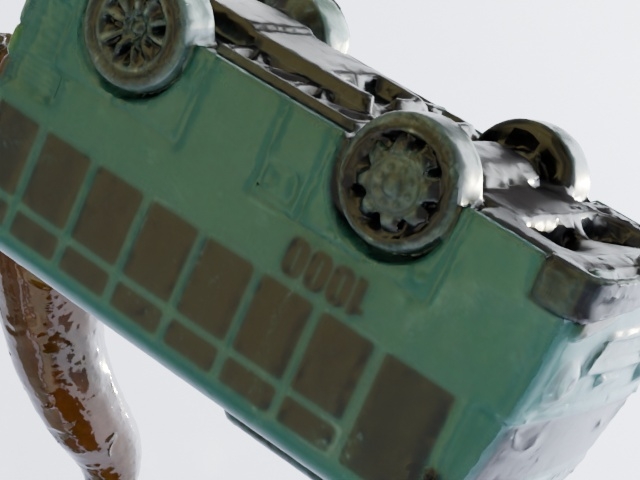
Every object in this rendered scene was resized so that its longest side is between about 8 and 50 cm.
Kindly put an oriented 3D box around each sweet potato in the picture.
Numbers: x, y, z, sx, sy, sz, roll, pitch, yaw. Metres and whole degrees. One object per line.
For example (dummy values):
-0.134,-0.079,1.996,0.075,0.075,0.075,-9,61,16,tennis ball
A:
-0.123,0.024,0.887,0.057,0.264,0.057,-4,-149,2,sweet potato

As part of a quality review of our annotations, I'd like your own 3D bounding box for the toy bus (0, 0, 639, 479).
0.000,0.000,0.450,0.160,0.079,0.091,32,-72,25,toy bus
